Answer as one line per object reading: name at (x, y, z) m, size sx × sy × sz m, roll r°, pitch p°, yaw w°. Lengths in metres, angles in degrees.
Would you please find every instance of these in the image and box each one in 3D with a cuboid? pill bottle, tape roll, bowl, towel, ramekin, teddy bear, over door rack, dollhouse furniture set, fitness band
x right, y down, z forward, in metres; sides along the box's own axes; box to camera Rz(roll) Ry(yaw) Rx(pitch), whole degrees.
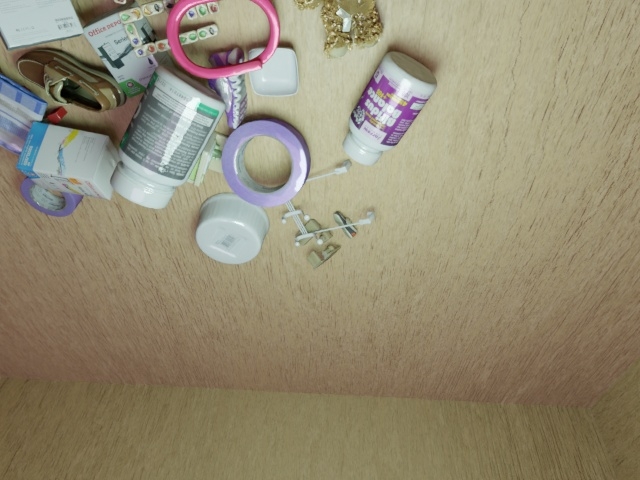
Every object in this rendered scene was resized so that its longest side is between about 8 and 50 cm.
pill bottle at (0.186, -0.371, 1.251) m, size 0.169 × 0.169 × 0.301 m, roll 20°, pitch 132°, yaw -15°
tape roll at (-0.994, -0.183, 1.596) m, size 0.189 × 0.080 × 0.188 m, roll 2°, pitch 134°, yaw 2°
bowl at (-0.133, -0.493, 1.239) m, size 0.142 × 0.053 × 0.141 m, roll 1°, pitch 134°, yaw 3°
towel at (-1.004, -0.399, 1.352) m, size 0.209 × 0.034 × 0.285 m, roll 32°, pitch 132°, yaw -28°
ramekin at (-0.343, -0.034, 1.649) m, size 0.278 × 0.135 × 0.277 m, roll 2°, pitch 135°, yaw 2°
teddy bear at (0.062, -0.610, 1.057) m, size 0.245 × 0.113 × 0.338 m, roll -23°, pitch 145°, yaw 18°
over door rack at (-0.002, -0.117, 1.528) m, size 0.325 × 0.108 × 0.239 m, roll -17°, pitch 118°, yaw 20°
dollhouse furniture set at (0.000, 0.000, 1.730) m, size 0.151 × 0.123 × 0.144 m, roll 50°, pitch 126°, yaw 6°
tape roll at (-0.173, -0.250, 1.384) m, size 0.275 × 0.090 × 0.274 m, roll 3°, pitch 109°, yaw 7°
fitness band at (-0.249, -0.541, 1.120) m, size 0.291 × 0.054 × 0.208 m, roll -12°, pitch 118°, yaw -2°
pill bottle at (-0.437, -0.283, 1.213) m, size 0.204 × 0.204 × 0.361 m, roll 28°, pitch 106°, yaw -21°

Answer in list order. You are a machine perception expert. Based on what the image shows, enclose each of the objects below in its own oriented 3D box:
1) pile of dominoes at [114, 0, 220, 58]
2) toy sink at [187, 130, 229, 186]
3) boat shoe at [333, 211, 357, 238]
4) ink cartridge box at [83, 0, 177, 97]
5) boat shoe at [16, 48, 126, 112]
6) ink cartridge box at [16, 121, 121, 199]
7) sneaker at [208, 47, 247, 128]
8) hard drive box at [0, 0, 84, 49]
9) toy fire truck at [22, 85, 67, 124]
pile of dominoes at (-0.392, -0.597, 1.103) m, size 0.251 × 0.040 × 0.195 m, roll -21°, pitch 132°, yaw -7°
toy sink at (-0.422, -0.283, 1.414) m, size 0.234 × 0.131 × 0.152 m, roll 19°, pitch 133°, yaw -14°
boat shoe at (0.097, -0.064, 1.650) m, size 0.043 × 0.049 × 0.137 m, roll -46°, pitch 124°, yaw -11°
ink cartridge box at (-0.532, -0.534, 1.208) m, size 0.153 × 0.086 × 0.208 m, roll -14°, pitch 131°, yaw 17°
boat shoe at (-0.740, -0.461, 1.251) m, size 0.324 × 0.119 × 0.122 m, roll 18°, pitch 136°, yaw 4°
ink cartridge box at (-0.810, -0.256, 1.411) m, size 0.233 × 0.168 × 0.171 m, roll 10°, pitch 162°, yaw -5°
sneaker at (-0.279, -0.451, 1.273) m, size 0.105 × 0.095 × 0.236 m, roll 7°, pitch 129°, yaw 4°
hard drive box at (-0.726, -0.607, 1.046) m, size 0.181 × 0.089 × 0.232 m, roll -28°, pitch 120°, yaw -28°
toy fire truck at (-0.939, -0.419, 1.383) m, size 0.192 × 0.047 × 0.135 m, roll -15°, pitch 133°, yaw 20°
